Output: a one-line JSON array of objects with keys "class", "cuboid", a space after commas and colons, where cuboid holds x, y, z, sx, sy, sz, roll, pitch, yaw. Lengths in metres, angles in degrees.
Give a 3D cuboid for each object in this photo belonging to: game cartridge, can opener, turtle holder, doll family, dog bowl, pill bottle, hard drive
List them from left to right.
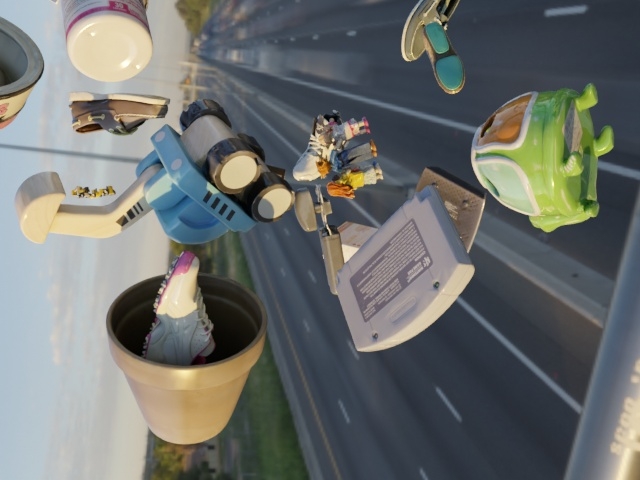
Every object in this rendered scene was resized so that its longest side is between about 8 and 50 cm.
[{"class": "dog bowl", "cuboid": [-0.889, -0.409, 1.636, 0.408, 0.408, 0.150, -99, 31, -46]}, {"class": "pill bottle", "cuboid": [-0.435, -0.469, 1.366, 0.160, 0.160, 0.283, 111, 146, -51]}, {"class": "can opener", "cuboid": [0.000, 0.000, 1.644, 0.076, 0.095, 0.283, -110, 9, -67]}, {"class": "doll family", "cuboid": [0.074, -0.202, 1.838, 0.263, 0.163, 0.118, 70, -179, -47]}, {"class": "game cartridge", "cuboid": [0.142, 0.067, 1.214, 0.294, 0.060, 0.196, -47, 46, 39]}, {"class": "hard drive", "cuboid": [0.285, -0.040, 1.588, 0.054, 0.172, 0.255, -35, -31, -41]}, {"class": "turtle holder", "cuboid": [0.448, -0.162, 1.373, 0.227, 0.320, 0.243, 1, 81, 37]}]

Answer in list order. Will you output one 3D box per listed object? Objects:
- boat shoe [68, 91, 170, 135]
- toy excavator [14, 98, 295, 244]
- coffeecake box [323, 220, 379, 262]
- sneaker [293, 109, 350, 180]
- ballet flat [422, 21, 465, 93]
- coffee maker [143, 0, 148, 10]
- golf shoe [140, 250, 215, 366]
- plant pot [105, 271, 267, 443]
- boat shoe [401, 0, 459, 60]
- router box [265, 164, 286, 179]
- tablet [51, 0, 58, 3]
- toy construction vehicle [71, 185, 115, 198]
[{"class": "boat shoe", "cuboid": [-0.463, -0.288, 1.563, 0.324, 0.116, 0.097, 9, 98, 36]}, {"class": "toy excavator", "cuboid": [-0.343, -0.094, 1.460, 0.445, 0.433, 0.222, -42, 51, 5]}, {"class": "coffeecake box", "cuboid": [0.121, 0.016, 2.002, 0.142, 0.185, 0.068, -37, -47, -48]}, {"class": "sneaker", "cuboid": [-0.007, -0.296, 2.037, 0.094, 0.235, 0.153, 37, 158, 34]}, {"class": "ballet flat", "cuboid": [0.297, -0.429, 1.642, 0.067, 0.073, 0.206, 69, -170, -68]}, {"class": "coffee maker", "cuboid": [-0.543, -0.678, 1.816, 0.120, 0.171, 0.178, 61, 164, 4]}, {"class": "golf shoe", "cuboid": [-0.263, 0.151, 1.359, 0.115, 0.140, 0.306, -77, 8, -53]}, {"class": "plant pot", "cuboid": [-0.280, 0.268, 1.460, 0.323, 0.323, 0.280, -105, 18, -57]}, {"class": "boat shoe", "cuboid": [0.368, -0.726, 2.217, 0.099, 0.116, 0.319, 27, 88, 40]}, {"class": "router box", "cuboid": [-0.276, -0.197, 1.938, 0.243, 0.308, 0.081, -167, 90, -74]}, {"class": "tablet", "cuboid": [-0.492, -0.466, 1.230, 0.054, 0.083, 0.006, -63, -21, 14]}, {"class": "toy construction vehicle", "cuboid": [-0.605, -0.132, 1.818, 0.098, 0.086, 0.035, -4, 94, 48]}]
